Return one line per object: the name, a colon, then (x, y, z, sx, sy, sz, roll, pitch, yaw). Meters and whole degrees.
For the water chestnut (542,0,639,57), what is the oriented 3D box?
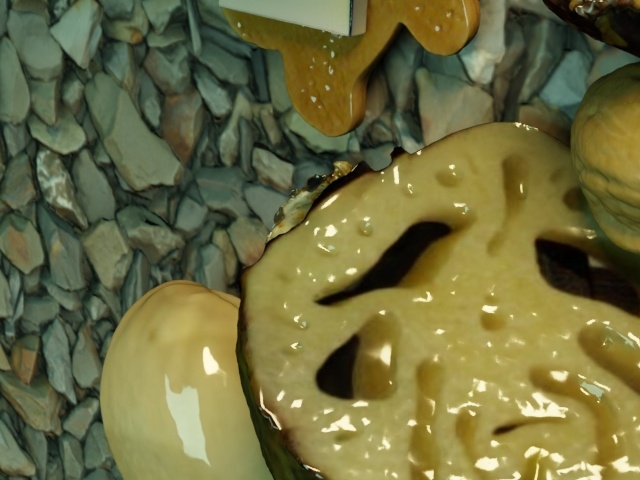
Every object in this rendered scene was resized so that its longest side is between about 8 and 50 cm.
water chestnut: (0.236, -0.214, 1.156, 0.224, 0.238, 0.223, 20, 128, 27)

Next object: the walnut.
walnut: (0.251, -0.059, 1.249, 0.166, 0.166, 0.149, 40, 103, 23)

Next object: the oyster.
oyster: (0.008, -0.005, 1.563, 0.103, 0.051, 0.148, 30, 128, 8)

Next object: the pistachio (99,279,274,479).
pistachio: (-0.084, 0.187, 1.615, 0.214, 0.193, 0.318, -14, 91, 0)

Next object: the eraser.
eraser: (-0.025, -0.231, 1.455, 0.150, 0.023, 0.103, 18, 118, 36)

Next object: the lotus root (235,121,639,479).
lotus root: (0.130, 0.078, 1.306, 0.391, 0.374, 0.111, 4, 151, 8)

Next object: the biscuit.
biscuit: (0.053, -0.234, 1.432, 0.216, 0.047, 0.339, 52, 133, 11)
